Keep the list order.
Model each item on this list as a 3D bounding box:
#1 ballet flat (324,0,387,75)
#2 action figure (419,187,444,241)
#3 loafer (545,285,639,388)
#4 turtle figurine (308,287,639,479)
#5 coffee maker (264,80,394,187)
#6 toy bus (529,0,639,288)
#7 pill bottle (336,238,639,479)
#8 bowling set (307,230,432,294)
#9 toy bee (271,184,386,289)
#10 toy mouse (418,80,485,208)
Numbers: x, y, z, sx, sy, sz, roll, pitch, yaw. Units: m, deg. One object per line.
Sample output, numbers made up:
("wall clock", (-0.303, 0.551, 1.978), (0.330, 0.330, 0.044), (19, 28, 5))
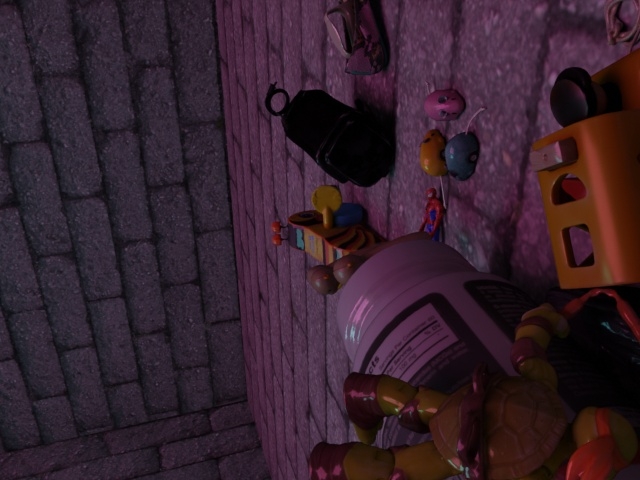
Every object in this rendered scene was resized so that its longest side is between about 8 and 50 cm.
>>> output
("ballet flat", (0.041, -0.352, 0.948), (0.077, 0.079, 0.222), (139, 121, -73))
("action figure", (0.149, -0.014, 0.848), (0.038, 0.030, 0.115), (-124, 31, -68))
("loafer", (0.244, 0.080, 0.459), (0.223, 0.076, 0.078), (-158, 70, -68))
("turtle figurine", (0.099, 0.136, 0.397), (0.087, 0.217, 0.270), (49, -138, -35))
("coffee maker", (0.009, -0.167, 0.999), (0.178, 0.171, 0.120), (-131, 51, -60))
("toy bus", (0.208, -0.060, 0.458), (0.202, 0.104, 0.191), (-117, 24, -48))
("pill bottle", (0.153, 0.158, 0.587), (0.363, 0.210, 0.210), (-121, 27, -55))
("bowling set", (0.080, 0.101, 0.871), (0.287, 0.154, 0.200), (104, 148, -84))
("toy bee", (0.000, 0.000, 1.148), (0.298, 0.162, 0.195), (-173, 73, -74))
("toy mouse", (0.152, -0.129, 0.761), (0.143, 0.031, 0.161), (146, 115, -73))
